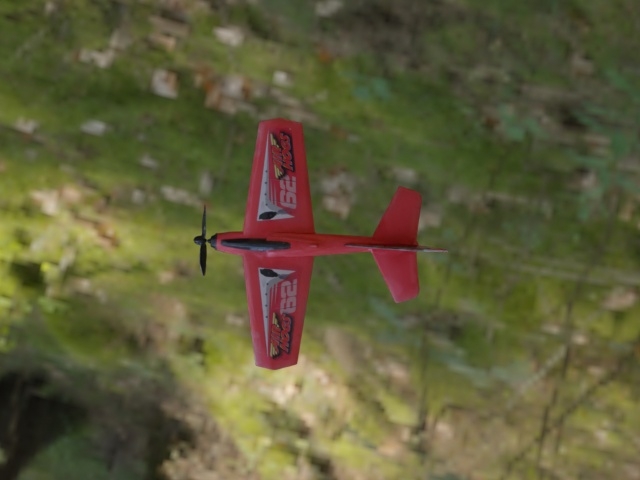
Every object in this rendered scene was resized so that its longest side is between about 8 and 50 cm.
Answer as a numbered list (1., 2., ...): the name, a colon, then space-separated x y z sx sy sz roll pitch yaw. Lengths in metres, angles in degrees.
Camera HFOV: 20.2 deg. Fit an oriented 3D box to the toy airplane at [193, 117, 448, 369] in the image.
1. toy airplane: 0.000 0.000 1.061 0.151 0.151 0.028 12 -173 3
